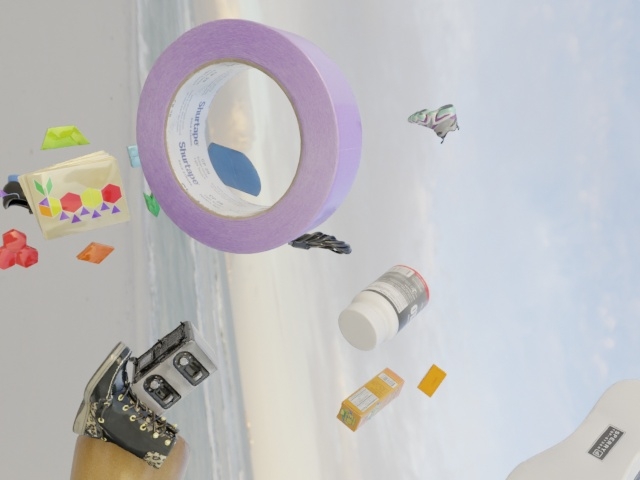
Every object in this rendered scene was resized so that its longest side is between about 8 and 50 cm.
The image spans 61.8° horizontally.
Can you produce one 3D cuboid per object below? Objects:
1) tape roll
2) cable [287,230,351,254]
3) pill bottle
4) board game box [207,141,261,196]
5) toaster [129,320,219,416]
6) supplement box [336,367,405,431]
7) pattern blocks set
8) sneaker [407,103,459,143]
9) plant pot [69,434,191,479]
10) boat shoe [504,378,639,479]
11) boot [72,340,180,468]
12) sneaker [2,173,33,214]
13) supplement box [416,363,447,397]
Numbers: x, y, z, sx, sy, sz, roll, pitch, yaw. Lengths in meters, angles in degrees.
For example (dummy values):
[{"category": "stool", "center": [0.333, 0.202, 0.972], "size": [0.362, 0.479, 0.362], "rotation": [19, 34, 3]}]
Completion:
[{"category": "tape roll", "center": [-0.091, -0.125, 0.668], "size": [0.090, 0.275, 0.274], "rotation": [-29, 116, -65]}, {"category": "cable", "center": [0.000, 0.000, 1.351], "size": [0.150, 0.185, 0.047], "rotation": [164, -64, -68]}, {"category": "pill bottle", "center": [0.190, 0.198, 1.582], "size": [0.161, 0.283, 0.161], "rotation": [22, -53, 33]}, {"category": "board game box", "center": [-0.202, -0.181, 1.306], "size": [0.169, 0.033, 0.133], "rotation": [21, -38, 28]}, {"category": "toaster", "center": [-0.330, 0.279, 1.196], "size": [0.110, 0.168, 0.186], "rotation": [55, -9, -18]}, {"category": "supplement box", "center": [0.152, 0.473, 1.601], "size": [0.080, 0.234, 0.078], "rotation": [36, -54, 30]}, {"category": "pattern blocks set", "center": [-0.488, -0.086, 1.072], "size": [0.026, 0.325, 0.285], "rotation": [26, -61, 53]}, {"category": "sneaker", "center": [0.213, -0.212, 1.004], "size": [0.098, 0.038, 0.069], "rotation": [1, -56, 44]}, {"category": "plant pot", "center": [-0.392, 0.526, 1.045], "size": [0.254, 0.237, 0.237], "rotation": [-93, -177, -50]}, {"category": "boat shoe", "center": [0.338, 0.302, 0.678], "size": [0.108, 0.301, 0.102], "rotation": [25, -37, 50]}, {"category": "boot", "center": [-0.323, 0.294, 0.943], "size": [0.236, 0.179, 0.085], "rotation": [-59, -176, 30]}, {"category": "sneaker", "center": [-0.707, -0.104, 1.411], "size": [0.081, 0.233, 0.090], "rotation": [136, -40, -62]}, {"category": "supplement box", "center": [0.234, 0.295, 1.128], "size": [0.036, 0.062, 0.098], "rotation": [35, -7, 17]}]
